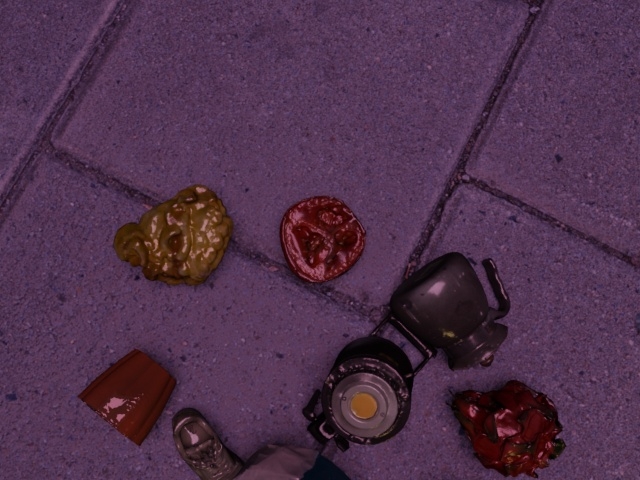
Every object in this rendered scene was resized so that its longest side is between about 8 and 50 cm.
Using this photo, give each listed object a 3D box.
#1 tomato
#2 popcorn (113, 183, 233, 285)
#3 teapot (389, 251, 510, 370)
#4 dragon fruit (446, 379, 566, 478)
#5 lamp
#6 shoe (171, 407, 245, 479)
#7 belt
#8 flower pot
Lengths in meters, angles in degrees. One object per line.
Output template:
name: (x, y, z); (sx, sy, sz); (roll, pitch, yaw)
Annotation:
tomato: (-0.001, 0.003, 1.675); (0.228, 0.101, 0.227); (2, 82, -12)
popcorn: (-0.346, 0.007, 1.617); (0.286, 0.174, 0.225); (-33, 92, -7)
teapot: (0.348, 0.185, 1.644); (0.223, 0.305, 0.285); (-36, 92, 28)
dragon fruit: (0.442, 0.439, 1.583); (0.293, 0.234, 0.233); (37, 81, 17)
lamp: (0.124, 0.342, 1.538); (0.205, 0.272, 0.374); (45, 81, 2)
shoe: (-0.260, 0.529, 1.550); (0.109, 0.149, 0.293); (-38, 84, -10)
belt: (-0.036, 0.665, 1.445); (0.300, 0.173, 0.436); (-31, 92, 15)
flower pot: (-0.450, 0.364, 1.560); (0.191, 0.190, 0.173); (37, 68, 3)
